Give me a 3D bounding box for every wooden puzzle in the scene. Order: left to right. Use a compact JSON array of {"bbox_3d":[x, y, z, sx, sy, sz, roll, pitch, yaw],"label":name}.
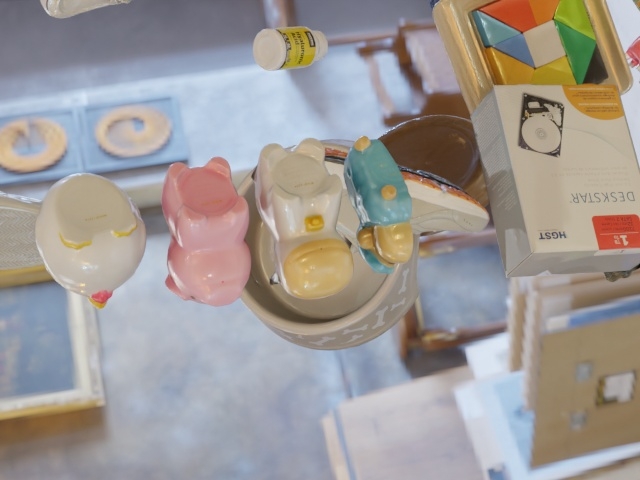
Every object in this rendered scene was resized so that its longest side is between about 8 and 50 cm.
[{"bbox_3d":[0.295,-0.262,1.641,0.221,0.239,0.044,68,167,-10],"label":"wooden puzzle"}]

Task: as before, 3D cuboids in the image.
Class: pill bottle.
[{"bbox_3d":[-0.044,-0.298,1.869,0.065,0.116,0.065,12,108,39],"label":"pill bottle"}]

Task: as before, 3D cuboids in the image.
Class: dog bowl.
[{"bbox_3d":[0.000,0.000,1.934,0.102,0.349,0.348,21,-123,-72],"label":"dog bowl"}]

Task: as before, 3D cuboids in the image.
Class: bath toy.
[{"bbox_3d":[-0.091,-0.001,1.140,0.129,0.348,0.151,110,147,-54],"label":"bath toy"}]

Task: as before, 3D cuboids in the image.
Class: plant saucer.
[{"bbox_3d":[0.177,-0.119,2.054,0.278,0.278,0.041,-108,-6,-46],"label":"plant saucer"}]

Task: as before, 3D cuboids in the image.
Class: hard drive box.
[{"bbox_3d":[0.309,-0.078,1.541,0.089,0.181,0.232,125,139,-63],"label":"hard drive box"}]

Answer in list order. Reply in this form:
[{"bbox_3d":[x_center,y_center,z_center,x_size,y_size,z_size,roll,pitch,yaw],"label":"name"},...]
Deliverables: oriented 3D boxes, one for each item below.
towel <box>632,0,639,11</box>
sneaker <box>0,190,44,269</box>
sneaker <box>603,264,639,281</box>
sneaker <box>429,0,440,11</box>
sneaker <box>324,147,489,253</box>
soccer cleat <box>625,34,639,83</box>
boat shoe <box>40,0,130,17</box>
[{"bbox_3d":[0.571,-0.510,2.199,0.237,0.102,0.021,57,163,1],"label":"towel"},{"bbox_3d":[-0.436,-0.056,1.417,0.169,0.293,0.108,-107,28,-46],"label":"sneaker"},{"bbox_3d":[0.539,0.017,2.033,0.227,0.087,0.130,-147,47,-65],"label":"sneaker"},{"bbox_3d":[0.219,-0.420,1.978,0.232,0.090,0.081,-113,31,-48],"label":"sneaker"},{"bbox_3d":[0.086,-0.034,1.551,0.099,0.262,0.121,-123,49,-69],"label":"sneaker"},{"bbox_3d":[0.611,-0.307,2.146,0.083,0.095,0.248,57,-165,28],"label":"soccer cleat"},{"bbox_3d":[-0.304,-0.411,1.872,0.088,0.267,0.096,59,173,34],"label":"boat shoe"}]
